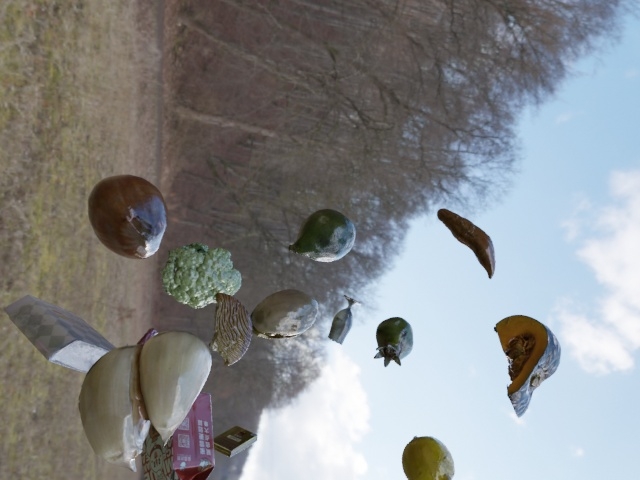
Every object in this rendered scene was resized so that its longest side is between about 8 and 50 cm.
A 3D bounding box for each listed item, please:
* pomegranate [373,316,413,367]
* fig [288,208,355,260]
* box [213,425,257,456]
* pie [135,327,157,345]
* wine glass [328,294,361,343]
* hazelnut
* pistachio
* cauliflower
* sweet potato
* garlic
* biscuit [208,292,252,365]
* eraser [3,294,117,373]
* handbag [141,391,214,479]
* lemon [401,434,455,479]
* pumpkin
[{"bbox_3d":[0.250,0.351,1.756,0.191,0.130,0.152,-31,113,-65],"label":"pomegranate"},{"bbox_3d":[0.000,0.000,1.759,0.195,0.244,0.196,27,-45,31],"label":"fig"},{"bbox_3d":[-0.269,0.619,1.583,0.090,0.133,0.023,12,-82,28],"label":"box"},{"bbox_3d":[-0.792,0.467,2.270,0.182,0.049,0.182,-53,-174,9],"label":"pie"},{"bbox_3d":[0.109,0.377,2.423,0.222,0.103,0.103,-66,-166,-13],"label":"wine glass"},{"bbox_3d":[-0.803,-0.102,2.157,0.366,0.365,0.366,-176,-90,-73],"label":"hazelnut"},{"bbox_3d":[-0.138,0.282,1.998,0.166,0.287,0.197,-54,-128,53],"label":"pistachio"},{"bbox_3d":[-0.434,0.108,1.845,0.250,0.272,0.275,-119,-162,-45],"label":"cauliflower"},{"bbox_3d":[0.588,-0.016,1.999,0.106,0.095,0.355,-49,-122,27],"label":"sweet potato"},{"bbox_3d":[-0.411,0.351,1.221,0.313,0.285,0.250,-86,-177,-67],"label":"garlic"},{"bbox_3d":[-0.310,0.287,1.717,0.031,0.176,0.229,-26,-87,52],"label":"biscuit"},{"bbox_3d":[-0.756,0.273,1.505,0.396,0.213,0.082,18,-106,42],"label":"eraser"},{"bbox_3d":[-0.395,0.573,1.407,0.171,0.151,0.298,-35,-131,26],"label":"handbag"},{"bbox_3d":[0.364,0.756,1.725,0.206,0.173,0.174,-143,-122,-61],"label":"lemon"},{"bbox_3d":[0.591,0.360,1.550,0.190,0.280,0.139,25,-25,49],"label":"pumpkin"}]
